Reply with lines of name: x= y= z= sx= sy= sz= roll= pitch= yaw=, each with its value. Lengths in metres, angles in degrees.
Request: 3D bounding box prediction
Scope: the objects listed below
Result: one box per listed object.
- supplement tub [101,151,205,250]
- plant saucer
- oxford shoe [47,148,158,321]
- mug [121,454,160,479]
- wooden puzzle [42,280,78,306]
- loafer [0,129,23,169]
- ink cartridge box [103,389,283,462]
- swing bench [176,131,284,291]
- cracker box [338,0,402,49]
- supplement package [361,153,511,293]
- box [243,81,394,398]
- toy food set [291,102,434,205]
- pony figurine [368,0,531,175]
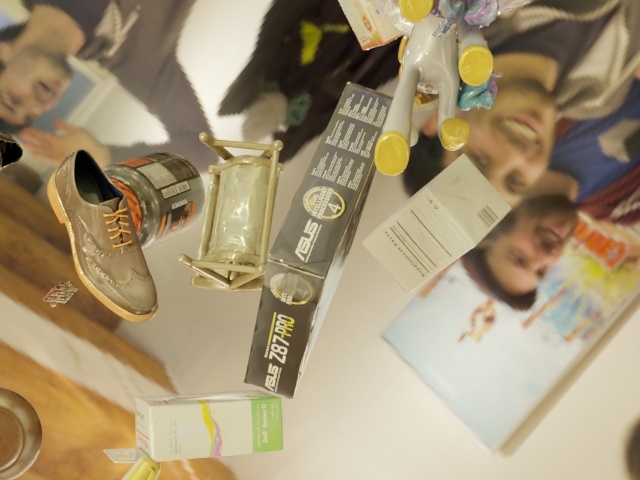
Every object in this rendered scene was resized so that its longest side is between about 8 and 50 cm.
supplement tub: x=-0.415 y=-0.082 z=2.510 sx=0.207 sy=0.207 sz=0.338 roll=40 pitch=-159 yaw=7
plant saucer: x=-0.657 y=0.392 z=2.210 sx=0.198 sy=0.199 sz=0.036 roll=39 pitch=180 yaw=-7
oxford shoe: x=-0.418 y=-0.010 z=2.162 sx=0.130 sy=0.133 sz=0.364 roll=-25 pitch=-103 yaw=-38
mug: x=-0.332 y=0.449 z=2.118 sx=0.078 sy=0.064 sz=0.062 roll=21 pitch=164 yaw=37
wooden puzzle: x=-0.486 y=0.099 z=2.075 sx=0.049 sy=0.083 sz=0.006 roll=9 pitch=-132 yaw=-47
loafer: x=-0.509 y=-0.130 z=1.634 sx=0.078 sy=0.080 sz=0.220 roll=10 pitch=-162 yaw=11
ink cartridge box: x=-0.276 y=0.391 z=2.356 sx=0.353 sy=0.119 sz=0.207 roll=-1 pitch=178 yaw=-19
swing bench: x=-0.162 y=-0.045 z=2.121 sx=0.165 sy=0.253 sz=0.255 roll=7 pitch=168 yaw=1
cracker box: x=0.080 y=-0.503 z=2.217 sx=0.232 sy=0.067 sz=0.155 roll=62 pitch=172 yaw=-12
supplement package: x=0.271 y=-0.035 z=2.618 sx=0.175 sy=0.177 sz=0.293 roll=49 pitch=141 yaw=0
box: x=0.000 y=0.000 z=1.712 sx=0.097 sy=0.395 sz=0.318 roll=20 pitch=140 yaw=2
toy food set: x=0.088 y=-0.155 z=2.218 sx=0.092 sy=0.306 sz=0.219 roll=44 pitch=-150 yaw=18
pony figurine: x=0.140 y=-0.288 z=1.371 sx=0.302 sy=0.351 sz=0.363 roll=7 pitch=-153 yaw=1
